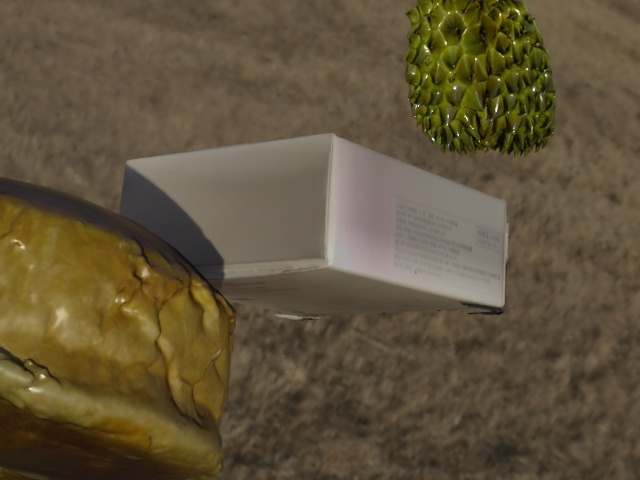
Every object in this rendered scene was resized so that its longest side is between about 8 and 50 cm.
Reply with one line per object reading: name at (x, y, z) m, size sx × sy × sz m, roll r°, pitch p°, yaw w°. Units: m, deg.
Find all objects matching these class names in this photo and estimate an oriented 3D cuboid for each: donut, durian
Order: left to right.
donut at (-0.202, 0.059, 0.739) m, size 0.330 × 0.330 × 0.160 m, roll 20°, pitch 63°, yaw -10°
durian at (0.093, -0.118, 0.784) m, size 0.086 × 0.215 × 0.100 m, roll -10°, pitch 47°, yaw 9°

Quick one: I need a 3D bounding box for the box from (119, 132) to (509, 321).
box at (0.000, 0.000, 1.013) m, size 0.203 × 0.106 × 0.251 m, roll -3°, pitch -11°, yaw 37°
